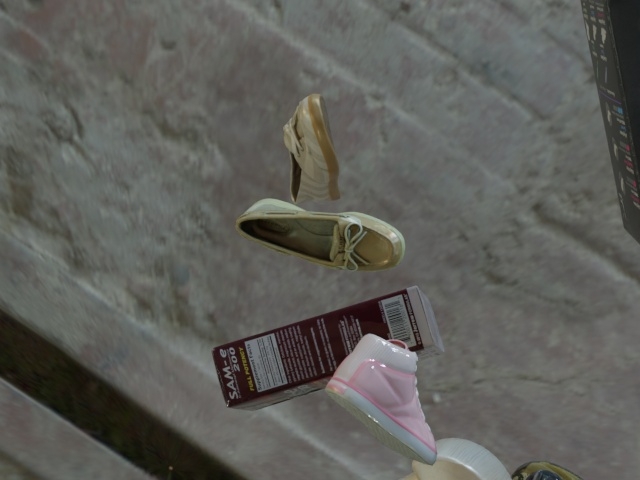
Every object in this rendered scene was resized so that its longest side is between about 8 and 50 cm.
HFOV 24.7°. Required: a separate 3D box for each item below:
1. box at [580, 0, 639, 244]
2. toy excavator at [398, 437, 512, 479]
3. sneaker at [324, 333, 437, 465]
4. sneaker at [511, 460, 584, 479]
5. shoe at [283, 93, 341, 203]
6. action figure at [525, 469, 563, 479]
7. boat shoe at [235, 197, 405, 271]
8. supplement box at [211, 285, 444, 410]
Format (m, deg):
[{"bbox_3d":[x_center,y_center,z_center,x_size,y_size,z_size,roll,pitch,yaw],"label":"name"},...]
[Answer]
[{"bbox_3d":[0.377,-0.139,1.488,0.165,0.143,0.270,-12,102,2],"label":"box"},{"bbox_3d":[-0.005,0.433,1.489,0.433,0.222,0.445,-4,96,19],"label":"toy excavator"},{"bbox_3d":[0.062,0.121,1.136,0.134,0.051,0.070,45,68,-40],"label":"sneaker"},{"bbox_3d":[0.247,0.424,1.518,0.182,0.158,0.410,-1,61,-25],"label":"sneaker"},{"bbox_3d":[-0.012,-0.097,1.683,0.058,0.219,0.076,-12,66,-2],"label":"shoe"},{"bbox_3d":[0.060,0.207,0.691,0.276,0.164,0.141,-16,111,-48],"label":"action figure"},{"bbox_3d":[0.000,-0.002,1.328,0.153,0.048,0.056,17,109,14],"label":"boat shoe"},{"bbox_3d":[0.011,0.124,1.643,0.239,0.130,0.073,-17,79,7],"label":"supplement box"}]
